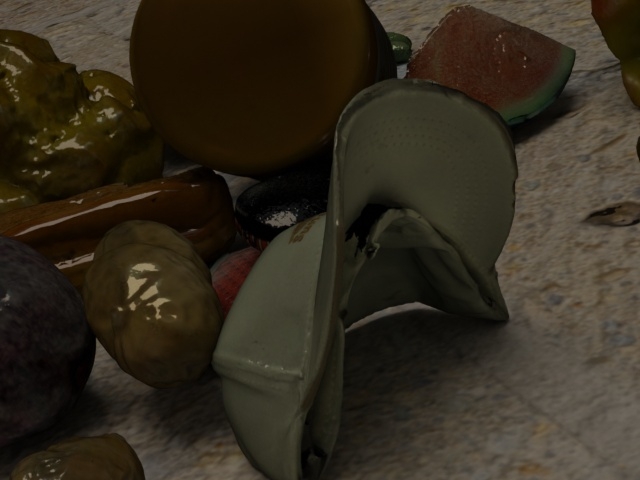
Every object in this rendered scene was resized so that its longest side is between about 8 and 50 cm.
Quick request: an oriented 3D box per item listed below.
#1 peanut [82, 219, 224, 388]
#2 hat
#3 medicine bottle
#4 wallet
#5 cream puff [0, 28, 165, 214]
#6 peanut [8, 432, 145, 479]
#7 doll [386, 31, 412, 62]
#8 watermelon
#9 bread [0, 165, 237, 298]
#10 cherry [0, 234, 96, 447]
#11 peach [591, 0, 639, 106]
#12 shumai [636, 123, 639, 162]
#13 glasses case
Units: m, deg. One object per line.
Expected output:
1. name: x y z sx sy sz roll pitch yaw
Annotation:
1. peanut: -0.141 0.044 1.104 0.101 0.117 0.263 -36 15 2
2. hat: 0.014 0.014 0.971 0.168 0.301 0.258 28 45 29
3. medicine bottle: -0.049 -0.179 1.349 0.237 0.238 0.232 -12 -3 11
4. wallet: -0.088 0.058 1.201 0.103 0.020 0.196 -15 24 29
5. cream puff: -0.350 -0.128 1.511 0.324 0.257 0.291 -2 31 32
6. peanut: -0.174 0.201 0.887 0.099 0.100 0.214 -13 30 8
7. doll: 0.048 -0.257 1.766 0.150 0.078 0.115 5 37 1
8. watermelon: 0.185 -0.162 1.440 0.146 0.128 0.231 26 56 19
9. bread: -0.271 0.017 1.323 0.380 0.109 0.185 -19 13 -12
10. cherry: -0.283 0.089 1.090 0.195 0.195 0.195 -14 24 6
11. peach: 0.480 -0.316 1.390 0.306 0.243 0.380 0 28 42
12. shumai: 0.387 -0.174 1.085 0.217 0.283 0.346 -18 26 -7
13. glasses case: 0.045 -0.042 1.248 0.266 0.067 0.103 -16 30 -25
